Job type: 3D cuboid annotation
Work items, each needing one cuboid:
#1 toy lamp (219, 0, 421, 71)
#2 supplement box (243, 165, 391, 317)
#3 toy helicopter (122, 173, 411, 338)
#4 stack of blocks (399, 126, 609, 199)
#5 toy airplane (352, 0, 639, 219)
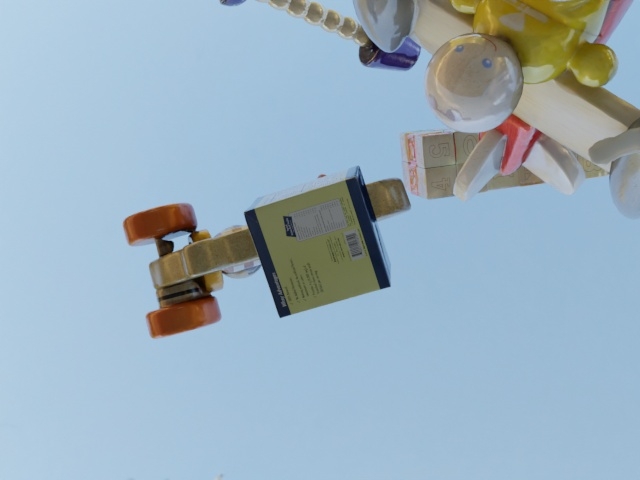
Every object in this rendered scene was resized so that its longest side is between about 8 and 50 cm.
[{"bbox_3d":[0.009,-0.291,0.951,0.080,0.274,0.080,-39,-137,48],"label":"toy lamp"},{"bbox_3d":[0.000,0.000,0.529,0.083,0.056,0.083,-16,-79,9],"label":"supplement box"},{"bbox_3d":[-0.036,-0.002,0.794,0.355,0.235,0.140,-18,-94,45],"label":"toy helicopter"},{"bbox_3d":[0.269,-0.128,1.045,0.297,0.171,0.087,-8,-80,-6],"label":"stack of blocks"},{"bbox_3d":[0.190,-0.169,0.711,0.386,0.272,0.385,-2,-63,51],"label":"toy airplane"}]
